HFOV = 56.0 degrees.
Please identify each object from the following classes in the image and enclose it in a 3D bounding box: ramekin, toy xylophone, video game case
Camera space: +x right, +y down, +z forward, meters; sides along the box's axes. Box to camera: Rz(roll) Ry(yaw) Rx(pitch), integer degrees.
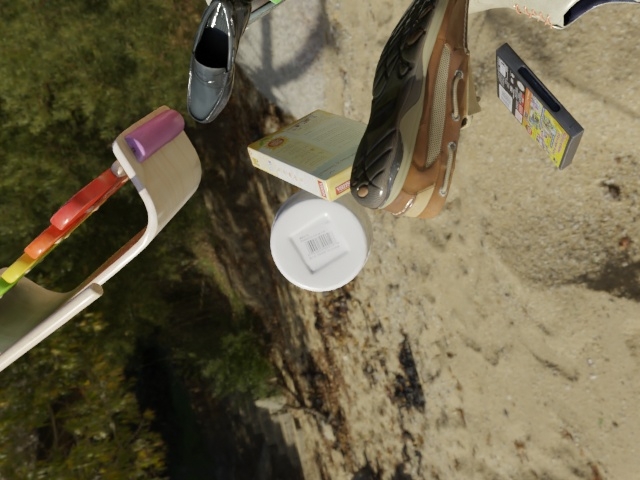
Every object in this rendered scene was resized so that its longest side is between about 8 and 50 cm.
[{"bbox_3d":[0.000,0.000,1.565,0.135,0.277,0.277,-69,-32,-80],"label":"ramekin"},{"bbox_3d":[-0.238,0.015,0.561,0.081,0.322,0.236,47,-164,-14],"label":"toy xylophone"},{"bbox_3d":[0.483,-0.291,1.347,0.248,0.035,0.275,56,-170,16],"label":"video game case"}]

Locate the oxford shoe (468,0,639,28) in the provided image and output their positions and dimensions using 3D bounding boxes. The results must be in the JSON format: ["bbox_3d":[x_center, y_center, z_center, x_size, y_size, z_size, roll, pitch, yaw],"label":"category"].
[{"bbox_3d":[0.419,-0.479,1.159,0.397,0.140,0.147,0,98,39],"label":"oxford shoe"}]

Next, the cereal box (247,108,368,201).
[{"bbox_3d":[0.007,-0.155,1.044,0.240,0.173,0.047,31,144,47],"label":"cereal box"}]

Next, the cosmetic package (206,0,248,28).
[{"bbox_3d":[-0.214,-0.523,1.367,0.041,0.060,0.115,-23,-88,-56],"label":"cosmetic package"}]

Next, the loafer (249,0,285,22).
[{"bbox_3d":[-0.086,-0.498,1.154,0.084,0.267,0.096,57,166,-18],"label":"loafer"}]

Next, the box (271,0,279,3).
[{"bbox_3d":[-0.039,-0.529,0.866,0.126,0.262,0.231,-2,-114,-64],"label":"box"}]

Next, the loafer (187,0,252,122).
[{"bbox_3d":[-0.167,-0.274,0.918,0.223,0.076,0.078,-63,-5,37],"label":"loafer"}]

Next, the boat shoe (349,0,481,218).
[{"bbox_3d":[0.135,-0.177,0.761,0.122,0.119,0.324,-8,63,67],"label":"boat shoe"}]
